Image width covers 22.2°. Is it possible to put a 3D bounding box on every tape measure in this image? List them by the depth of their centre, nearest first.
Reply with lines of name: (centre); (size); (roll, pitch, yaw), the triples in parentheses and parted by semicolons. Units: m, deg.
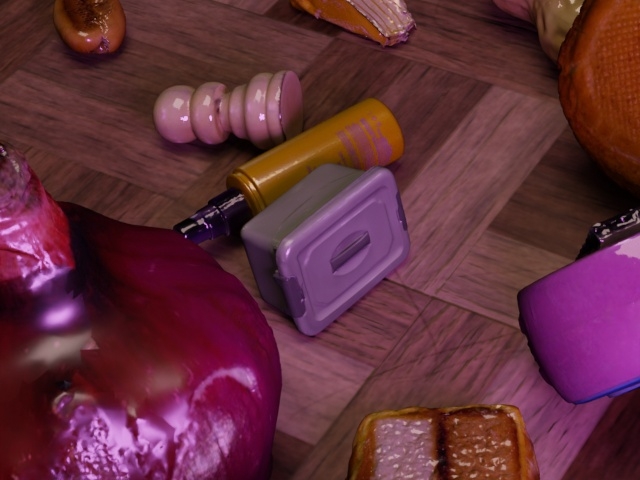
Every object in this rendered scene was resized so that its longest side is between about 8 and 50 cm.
tape measure: (0.293, 0.053, 1.495); (0.231, 0.245, 0.149); (-20, 82, -14)

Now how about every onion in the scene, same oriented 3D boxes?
onion: (-0.237, 0.075, 1.412); (0.398, 0.420, 0.398); (-6, 29, 3)

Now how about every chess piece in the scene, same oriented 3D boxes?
chess piece: (-0.111, -0.147, 1.872); (0.170, 0.094, 0.094); (0, 44, 14)

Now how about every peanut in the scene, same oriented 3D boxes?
peanut: (0.272, -0.312, 1.955); (0.147, 0.148, 0.319); (-15, 49, -7)

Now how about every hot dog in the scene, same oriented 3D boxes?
hot dog: (-0.294, -0.281, 2.067); (0.089, 0.060, 0.140); (-19, 51, -16)

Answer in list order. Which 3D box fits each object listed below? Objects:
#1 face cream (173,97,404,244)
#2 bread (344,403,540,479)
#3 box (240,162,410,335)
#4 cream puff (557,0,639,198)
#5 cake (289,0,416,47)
face cream: (-0.038, -0.064, 1.777); (0.273, 0.078, 0.078); (-30, 47, -20)
bread: (0.102, 0.242, 1.421); (0.181, 0.096, 0.222); (0, 43, 6)
box: (0.000, 0.000, 1.680); (0.092, 0.124, 0.172); (22, 49, 42)
cream puff: (0.410, -0.168, 1.692); (0.303, 0.303, 0.212); (35, 19, 37)
cake: (0.035, -0.319, 2.015); (0.079, 0.116, 0.185); (-36, 45, -28)
